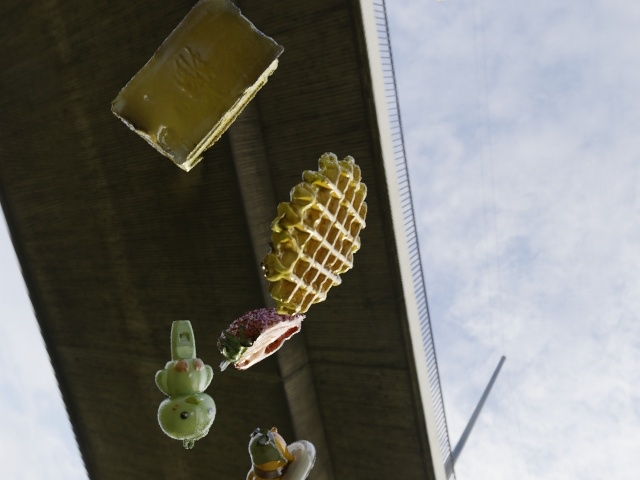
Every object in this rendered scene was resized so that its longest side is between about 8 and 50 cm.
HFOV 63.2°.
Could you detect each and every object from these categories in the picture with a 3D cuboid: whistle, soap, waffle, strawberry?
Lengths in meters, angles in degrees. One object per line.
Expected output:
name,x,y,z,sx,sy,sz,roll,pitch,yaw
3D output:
whistle,-0.317,0.342,1.241,0.141,0.141,0.294,-4,-95,33
soap,-0.175,-0.229,0.755,0.135,0.076,0.233,39,-99,-5
waffle,0.001,-0.010,0.983,0.062,0.329,0.329,24,-63,28
strawberry,-0.128,0.182,1.041,0.192,0.140,0.085,-40,-116,-8

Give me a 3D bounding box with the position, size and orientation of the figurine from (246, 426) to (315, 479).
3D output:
figurine,-0.145,0.568,1.282,0.141,0.250,0.167,47,-17,-24
